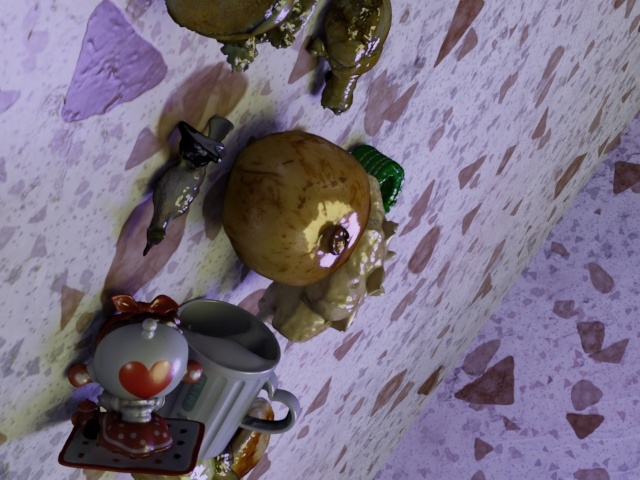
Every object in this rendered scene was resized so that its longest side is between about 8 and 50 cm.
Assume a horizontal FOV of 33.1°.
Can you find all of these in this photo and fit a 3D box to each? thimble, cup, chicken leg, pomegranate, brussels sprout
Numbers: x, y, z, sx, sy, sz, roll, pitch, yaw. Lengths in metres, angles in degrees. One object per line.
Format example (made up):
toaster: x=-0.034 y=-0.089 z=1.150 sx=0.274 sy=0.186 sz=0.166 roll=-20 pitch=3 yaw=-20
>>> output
thimble: x=0.083 y=-0.099 z=1.841 sx=0.130 sy=0.090 sz=0.118 roll=-17 pitch=134 yaw=-62
cup: x=-0.158 y=0.231 z=1.625 sx=0.167 sy=0.221 sz=0.202 roll=-8 pitch=134 yaw=-49
chicken leg: x=0.035 y=-0.261 z=1.510 sx=0.103 sy=0.088 sz=0.227 roll=-48 pitch=167 yaw=-49
pomegranate: x=-0.027 y=-0.043 z=1.489 sx=0.215 sy=0.215 sz=0.215 roll=-46 pitch=158 yaw=-25
brussels sprout: x=-0.233 y=0.341 z=1.726 sx=0.122 sy=0.149 sz=0.151 roll=-58 pitch=175 yaw=-31

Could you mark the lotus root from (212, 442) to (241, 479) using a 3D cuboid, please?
lotus root: x=-0.219 y=0.482 z=1.946 sx=0.173 sy=0.173 sz=0.309 roll=-35 pitch=145 yaw=-44

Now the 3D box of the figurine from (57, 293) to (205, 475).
figurine: x=-0.248 y=0.175 z=1.444 sx=0.160 sy=0.184 sz=0.226 roll=-86 pitch=-179 yaw=-72

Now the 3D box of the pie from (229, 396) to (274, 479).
pie: x=-0.153 y=0.399 z=2.077 sx=0.205 sy=0.084 sz=0.179 roll=-58 pitch=160 yaw=-4

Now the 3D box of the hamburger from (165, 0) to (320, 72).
hamburger: x=-0.074 y=-0.268 z=1.134 sx=0.131 sy=0.159 sz=0.184 roll=-8 pitch=109 yaw=-68

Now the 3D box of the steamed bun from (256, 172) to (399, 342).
steamed bun: x=0.030 y=0.040 z=1.678 sx=0.295 sy=0.137 sz=0.292 roll=-57 pitch=-161 yaw=9

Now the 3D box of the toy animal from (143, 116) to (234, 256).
toy animal: x=-0.173 y=-0.066 z=1.348 sx=0.202 sy=0.070 sz=0.105 roll=-62 pitch=178 yaw=5
